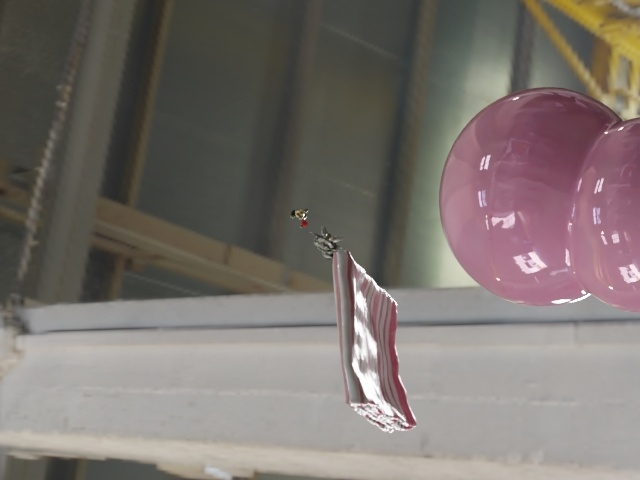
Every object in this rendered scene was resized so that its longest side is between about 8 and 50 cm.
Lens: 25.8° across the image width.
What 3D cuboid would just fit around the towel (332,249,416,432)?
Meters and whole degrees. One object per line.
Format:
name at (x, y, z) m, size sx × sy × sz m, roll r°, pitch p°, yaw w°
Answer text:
towel at (0.050, 0.098, 1.307) m, size 0.197 × 0.029 × 0.144 m, roll 45°, pitch -144°, yaw -68°

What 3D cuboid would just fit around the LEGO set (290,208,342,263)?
LEGO set at (-0.002, 0.000, 1.508) m, size 0.083 × 0.054 × 0.023 m, roll 36°, pitch -111°, yaw -3°

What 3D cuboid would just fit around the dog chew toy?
dog chew toy at (0.276, -0.026, 1.258) m, size 0.207 × 0.332 × 0.206 m, roll -22°, pitch -63°, yaw -50°
